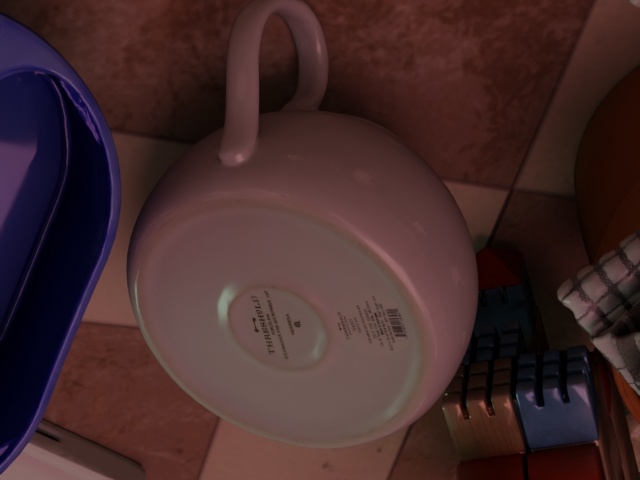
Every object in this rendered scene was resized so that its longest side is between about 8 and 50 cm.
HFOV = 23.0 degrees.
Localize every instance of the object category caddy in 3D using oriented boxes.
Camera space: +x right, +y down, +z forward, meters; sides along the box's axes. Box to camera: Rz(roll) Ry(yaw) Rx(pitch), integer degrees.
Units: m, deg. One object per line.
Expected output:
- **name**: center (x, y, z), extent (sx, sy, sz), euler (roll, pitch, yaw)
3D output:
- **caddy**: center (-0.265, 0.010, 0.957), extent (0.241, 0.179, 0.341), euler (19, 102, -21)

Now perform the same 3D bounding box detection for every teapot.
- **teapot**: center (0.000, 0.000, 1.077), extent (0.252, 0.187, 0.256), euler (32, 132, -3)

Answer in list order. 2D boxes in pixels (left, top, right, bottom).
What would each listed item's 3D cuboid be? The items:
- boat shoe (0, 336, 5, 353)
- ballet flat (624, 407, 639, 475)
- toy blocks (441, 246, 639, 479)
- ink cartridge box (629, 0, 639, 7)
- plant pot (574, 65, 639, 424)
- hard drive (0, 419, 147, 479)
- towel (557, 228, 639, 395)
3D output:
- **boat shoe**: center (-0.319, 0.097, 1.111), extent (0.227, 0.081, 0.079), euler (-17, 128, -4)
- **ballet flat**: center (0.309, 0.200, 1.383), extent (0.052, 0.057, 0.168), euler (-47, 124, 7)
- **toy blocks**: center (0.165, 0.173, 1.143), extent (0.191, 0.381, 0.261), euler (-10, 118, 15)
- **ink cartridge box**: center (0.165, -0.280, 0.856), extent (0.114, 0.273, 0.197), euler (-16, 128, -4)
- **plant pot**: center (0.311, -0.013, 1.135), extent (0.291, 0.203, 0.291), euler (-7, 126, -10)
- **hard drive**: center (-0.310, 0.256, 1.254), extent (0.203, 0.040, 0.307), euler (31, 112, -32)
- **towel**: center (0.323, 0.070, 0.995), extent (0.235, 0.121, 0.283), euler (-36, 126, 10)
